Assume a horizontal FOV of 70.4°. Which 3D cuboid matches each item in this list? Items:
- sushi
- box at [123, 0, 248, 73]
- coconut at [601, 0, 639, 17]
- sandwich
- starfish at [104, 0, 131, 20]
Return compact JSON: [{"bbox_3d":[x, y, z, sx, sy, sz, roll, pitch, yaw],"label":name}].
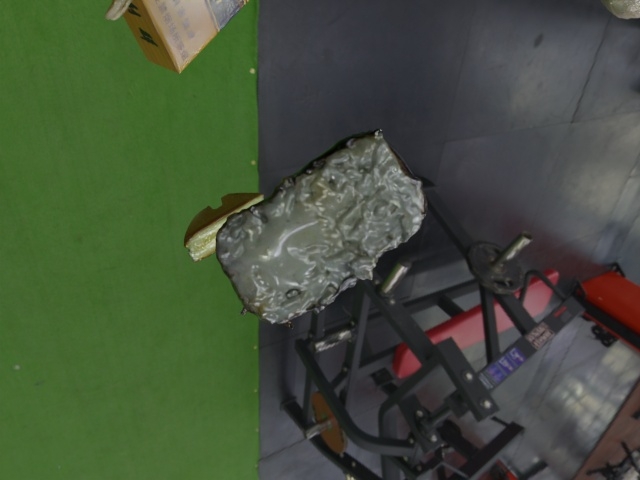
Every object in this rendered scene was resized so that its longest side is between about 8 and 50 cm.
[{"bbox_3d":[0.000,0.000,0.677,0.343,0.196,0.182,-37,166,1],"label":"sushi"},{"bbox_3d":[-0.164,-0.364,0.601,0.237,0.070,0.152,-54,159,-19],"label":"box"},{"bbox_3d":[0.465,-0.381,0.658,0.110,0.124,0.110,2,87,-39],"label":"coconut"},{"bbox_3d":[-0.251,-0.051,1.179,0.244,0.088,0.090,-33,132,-6],"label":"sandwich"},{"bbox_3d":[-0.110,-0.283,0.330,0.050,0.138,0.247,17,127,-23],"label":"starfish"}]
